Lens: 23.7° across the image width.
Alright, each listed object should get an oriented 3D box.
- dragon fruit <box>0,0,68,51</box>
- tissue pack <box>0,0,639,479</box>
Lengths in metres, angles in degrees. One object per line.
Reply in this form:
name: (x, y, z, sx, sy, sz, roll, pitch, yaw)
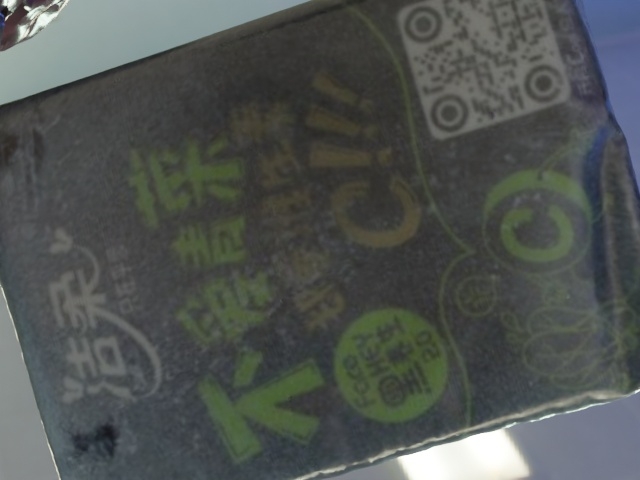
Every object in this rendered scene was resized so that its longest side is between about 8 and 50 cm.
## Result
dragon fruit: (-0.304, -0.256, 1.059, 0.329, 0.329, 0.329, -8, -152, 4)
tissue pack: (0.000, 0.000, 0.953, 0.394, 0.288, 0.124, -18, 175, 8)
